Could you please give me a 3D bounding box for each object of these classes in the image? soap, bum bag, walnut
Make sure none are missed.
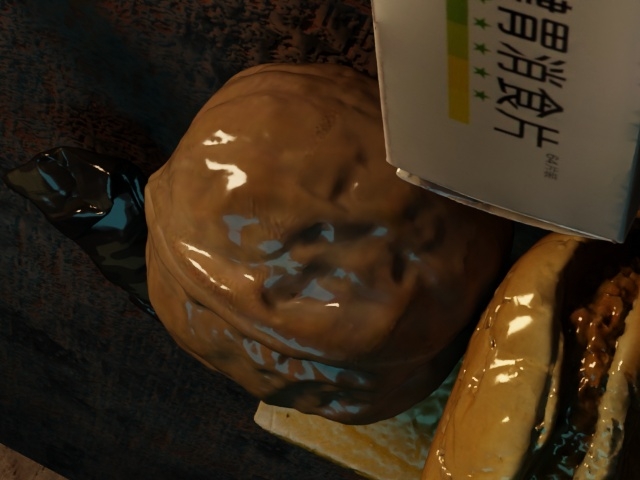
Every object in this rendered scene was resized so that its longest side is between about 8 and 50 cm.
[{"bbox_3d":[0.119,0.133,1.321,0.315,0.199,0.091,26,-160,10],"label":"soap"},{"bbox_3d":[-0.174,0.003,1.509,0.144,0.095,0.340,4,154,31],"label":"bum bag"},{"bbox_3d":[0.000,-0.001,1.127,0.273,0.227,0.273,20,155,10],"label":"walnut"}]

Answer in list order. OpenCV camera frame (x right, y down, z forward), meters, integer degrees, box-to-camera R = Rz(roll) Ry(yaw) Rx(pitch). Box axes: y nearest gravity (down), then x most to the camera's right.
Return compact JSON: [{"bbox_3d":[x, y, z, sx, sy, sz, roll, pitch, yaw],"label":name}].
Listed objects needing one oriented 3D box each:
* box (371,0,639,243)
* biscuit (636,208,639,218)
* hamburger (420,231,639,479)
[{"bbox_3d":[0.117,-0.155,0.736,0.145,0.173,0.333,21,157,16],"label":"box"},{"bbox_3d":[0.250,-0.057,0.969,0.289,0.044,0.202,21,157,11],"label":"biscuit"},{"bbox_3d":[0.174,0.125,1.116,0.145,0.283,0.259,18,-173,19],"label":"hamburger"}]
